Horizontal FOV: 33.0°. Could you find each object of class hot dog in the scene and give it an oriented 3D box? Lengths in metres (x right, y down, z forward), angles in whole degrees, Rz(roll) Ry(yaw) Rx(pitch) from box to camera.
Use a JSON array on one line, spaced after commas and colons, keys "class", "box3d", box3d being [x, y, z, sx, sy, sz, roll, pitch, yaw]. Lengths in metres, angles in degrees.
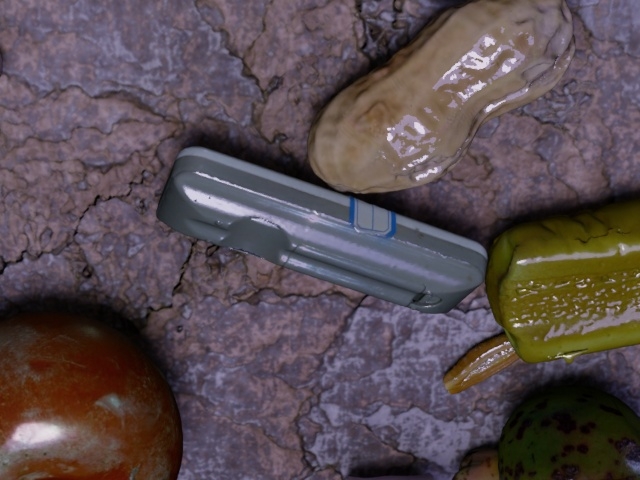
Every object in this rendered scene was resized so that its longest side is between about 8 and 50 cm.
[{"class": "hot dog", "box3d": [0.198, 0.129, 1.225, 0.137, 0.028, 0.044, -33, 137, 14]}]

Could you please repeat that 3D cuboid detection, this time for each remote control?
[{"class": "remote control", "box3d": [0.000, 0.000, 1.112, 0.335, 0.065, 0.128, 18, 153, -10]}]

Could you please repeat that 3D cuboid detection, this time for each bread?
[{"class": "bread", "box3d": [0.364, 0.023, 1.142, 0.383, 0.112, 0.166, -11, 117, 2]}]

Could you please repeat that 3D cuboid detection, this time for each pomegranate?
[{"class": "pomegranate", "box3d": [0.262, 0.260, 1.207, 0.248, 0.202, 0.202, -18, 116, 34]}]

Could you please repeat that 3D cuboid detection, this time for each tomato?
[{"class": "tomato", "box3d": [-0.281, 0.195, 1.127, 0.270, 0.223, 0.270, -9, 133, -10]}]

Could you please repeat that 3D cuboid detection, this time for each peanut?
[{"class": "peanut", "box3d": [0.116, -0.142, 1.049, 0.290, 0.130, 0.130, -38, 110, 11]}]

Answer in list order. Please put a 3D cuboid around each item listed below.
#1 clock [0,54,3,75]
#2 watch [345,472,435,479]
[{"class": "clock", "box3d": [-0.446, -0.276, 0.943, 0.342, 0.184, 0.326, -1, 109, -8]}, {"class": "watch", "box3d": [0.096, 0.378, 1.257, 0.211, 0.248, 0.217, -2, 88, -1]}]
